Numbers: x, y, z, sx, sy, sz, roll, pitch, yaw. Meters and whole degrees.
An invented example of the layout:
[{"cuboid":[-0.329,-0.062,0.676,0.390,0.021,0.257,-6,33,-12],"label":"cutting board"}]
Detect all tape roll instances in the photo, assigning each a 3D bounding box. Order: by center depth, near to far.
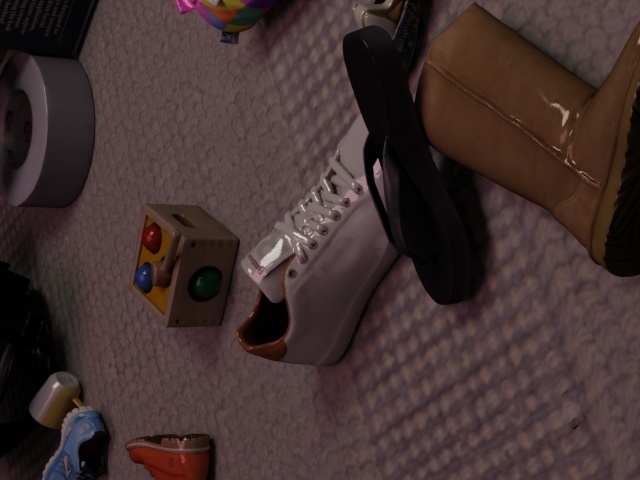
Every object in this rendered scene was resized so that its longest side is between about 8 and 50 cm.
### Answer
[{"cuboid":[-0.396,-0.155,1.997,0.219,0.072,0.219,-2,87,57],"label":"tape roll"}]

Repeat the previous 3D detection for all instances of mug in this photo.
[{"cuboid":[-0.354,0.218,1.947,0.064,0.078,0.062,-60,10,24],"label":"mug"}]

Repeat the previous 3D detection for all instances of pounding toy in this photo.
[{"cuboid":[-0.162,0.024,1.607,0.141,0.100,0.130,37,119,51],"label":"pounding toy"}]

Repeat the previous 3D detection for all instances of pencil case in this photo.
[{"cuboid":[-0.055,-0.301,1.460,0.236,0.104,0.104,-36,59,49],"label":"pencil case"}]

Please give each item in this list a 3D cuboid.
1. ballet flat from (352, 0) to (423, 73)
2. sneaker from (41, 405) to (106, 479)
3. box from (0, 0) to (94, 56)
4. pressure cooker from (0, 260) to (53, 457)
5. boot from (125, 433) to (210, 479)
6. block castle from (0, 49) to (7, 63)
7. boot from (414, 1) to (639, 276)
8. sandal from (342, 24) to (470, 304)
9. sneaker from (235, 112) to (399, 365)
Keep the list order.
[{"cuboid":[0.063,-0.227,1.307,0.070,0.070,0.188,42,123,49],"label":"ballet flat"},{"cuboid":[-0.323,0.303,1.880,0.073,0.063,0.162,41,123,46],"label":"sneaker"},{"cuboid":[-0.519,-0.432,1.898,0.212,0.395,0.293,-61,42,33],"label":"box"},{"cuboid":[-0.595,0.170,2.007,0.370,0.420,0.376,169,122,-77],"label":"pressure cooker"},{"cuboid":[-0.183,0.271,1.675,0.158,0.059,0.085,-6,89,55],"label":"boot"},{"cuboid":[-0.613,-0.273,2.032,0.213,0.303,0.453,-53,29,34],"label":"block castle"},{"cuboid":[0.183,-0.127,1.102,0.269,0.089,0.236,46,126,49],"label":"boot"},{"cuboid":[0.063,-0.059,1.241,0.255,0.054,0.097,69,163,-7],"label":"sandal"},{"cuboid":[0.000,0.000,1.345,0.106,0.123,0.290,49,127,48],"label":"sneaker"}]
